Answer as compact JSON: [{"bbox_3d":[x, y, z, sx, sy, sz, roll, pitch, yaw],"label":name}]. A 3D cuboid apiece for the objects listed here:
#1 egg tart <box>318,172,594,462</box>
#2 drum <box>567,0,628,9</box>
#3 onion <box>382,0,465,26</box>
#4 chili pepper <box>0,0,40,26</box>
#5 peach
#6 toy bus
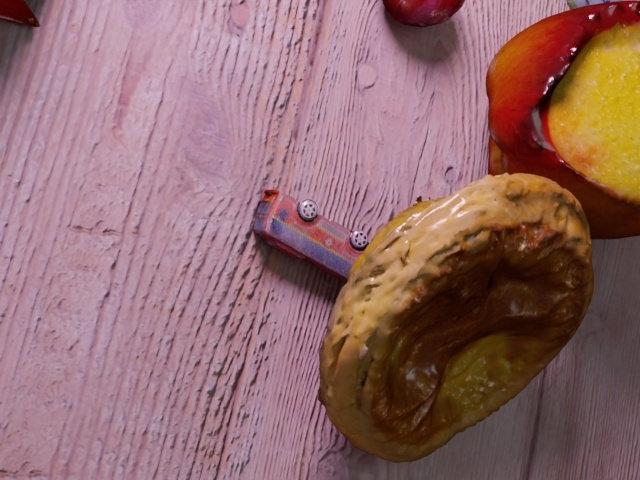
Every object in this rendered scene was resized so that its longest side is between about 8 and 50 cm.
[{"bbox_3d":[0.162,0.085,1.361,0.443,0.178,0.443,-20,133,-23],"label":"egg tart"},{"bbox_3d":[0.411,-0.362,1.654,0.130,0.049,0.253,48,70,-17],"label":"drum"},{"bbox_3d":[0.149,-0.368,1.480,0.131,0.131,0.131,3,84,-27],"label":"onion"},{"bbox_3d":[-0.506,-0.273,1.154,0.369,0.092,0.137,-17,104,-25],"label":"chili pepper"},{"bbox_3d":[0.404,-0.166,1.487,0.406,0.310,0.335,-11,88,-20],"label":"peach"},{"bbox_3d":[0.000,0.000,1.400,0.192,0.065,0.077,29,80,-22],"label":"toy bus"}]
